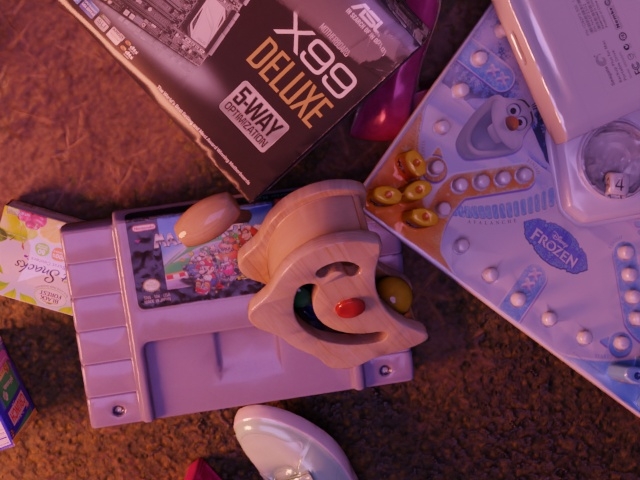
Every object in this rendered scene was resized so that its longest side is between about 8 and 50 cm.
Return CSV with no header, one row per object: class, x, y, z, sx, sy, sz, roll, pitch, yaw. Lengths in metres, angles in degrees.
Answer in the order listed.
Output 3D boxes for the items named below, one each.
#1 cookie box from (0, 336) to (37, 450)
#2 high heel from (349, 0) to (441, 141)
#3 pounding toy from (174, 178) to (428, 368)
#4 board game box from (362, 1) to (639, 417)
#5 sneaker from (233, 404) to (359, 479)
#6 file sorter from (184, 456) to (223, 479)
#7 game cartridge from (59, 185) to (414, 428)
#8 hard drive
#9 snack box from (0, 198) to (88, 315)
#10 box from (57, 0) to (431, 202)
cookie box,-0.357,0.165,1.339,0.040,0.092,0.107,-19,104,8
high heel,0.069,-0.224,1.260,0.117,0.082,0.244,-9,110,6
pounding toy,0.000,0.000,1.198,0.154,0.154,0.269,-33,138,22
board game box,0.299,-0.081,1.244,0.390,0.050,0.390,36,83,-8
sneaker,-0.021,0.303,1.332,0.094,0.151,0.256,-27,109,40
file sorter,-0.116,0.435,1.353,0.182,0.202,0.290,-38,101,11
game cartridge,-0.085,0.065,1.313,0.355,0.068,0.230,-8,108,-6
hard drive,0.326,-0.246,1.206,0.308,0.040,0.203,-24,93,-13
snack box,-0.281,0.024,1.332,0.141,0.037,0.100,16,104,-6
box,-0.082,-0.230,1.215,0.242,0.076,0.307,-40,96,23
